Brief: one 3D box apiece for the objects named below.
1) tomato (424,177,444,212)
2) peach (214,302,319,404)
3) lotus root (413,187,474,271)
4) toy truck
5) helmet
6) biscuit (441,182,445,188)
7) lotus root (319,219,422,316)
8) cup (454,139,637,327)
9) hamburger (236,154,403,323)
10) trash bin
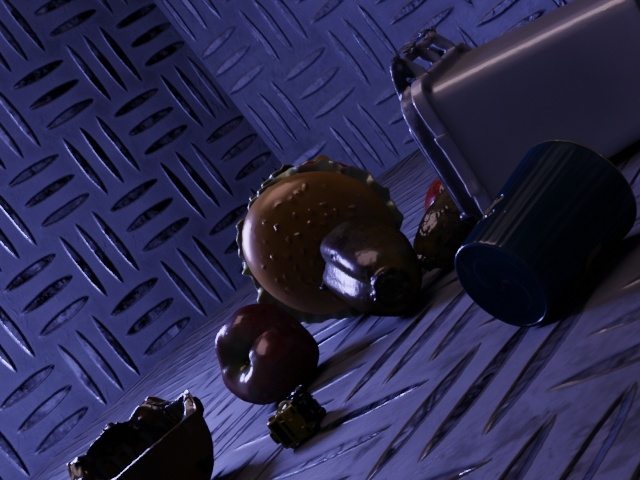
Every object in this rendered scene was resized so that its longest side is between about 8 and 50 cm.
[{"bbox_3d":[0.266,-0.101,2.102,0.225,0.085,0.225,-35,4,3],"label":"tomato"},{"bbox_3d":[-0.071,0.161,1.822,0.152,0.152,0.152,-38,5,4],"label":"peach"},{"bbox_3d":[0.192,-0.024,1.828,0.179,0.080,0.089,-54,-8,-30],"label":"lotus root"},{"bbox_3d":[-0.031,0.214,1.501,0.054,0.049,0.083,-38,3,14],"label":"toy truck"},{"bbox_3d":[-0.216,0.297,1.619,0.198,0.130,0.224,-43,16,-24],"label":"helmet"},{"bbox_3d":[0.247,-0.097,1.953,0.118,0.061,0.183,-24,36,9],"label":"biscuit"},{"bbox_3d":[0.074,0.038,1.783,0.123,0.124,0.241,-18,18,-16],"label":"lotus root"},{"bbox_3d":[0.216,0.009,1.250,0.155,0.131,0.176,-45,-22,-32],"label":"cup"},{"bbox_3d":[0.000,0.000,1.995,0.274,0.274,0.212,-38,3,1],"label":"hamburger"},{"bbox_3d":[0.312,-0.217,1.702,0.367,0.296,0.256,-28,8,33],"label":"trash bin"}]
